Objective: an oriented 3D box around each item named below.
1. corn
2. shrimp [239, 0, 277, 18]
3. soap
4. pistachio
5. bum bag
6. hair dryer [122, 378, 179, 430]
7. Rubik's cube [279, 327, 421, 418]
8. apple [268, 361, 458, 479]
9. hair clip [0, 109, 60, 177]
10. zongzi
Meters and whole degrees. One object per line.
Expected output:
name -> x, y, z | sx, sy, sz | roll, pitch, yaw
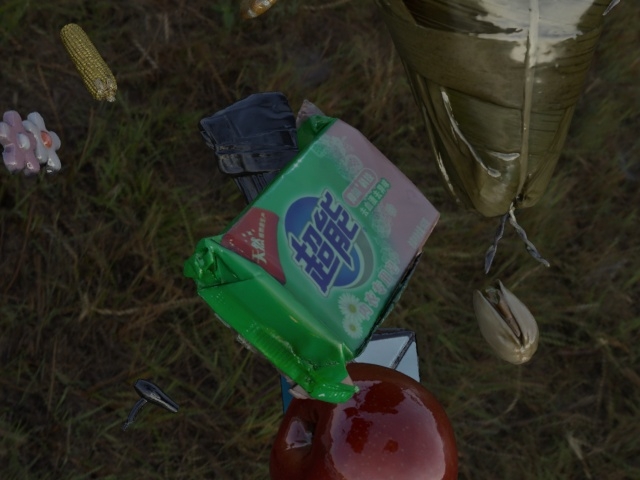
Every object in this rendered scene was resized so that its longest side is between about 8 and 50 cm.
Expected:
corn -> -0.210, -0.160, 0.753 | 0.027, 0.028, 0.083 | -30, 82, -17
shrimp -> -0.044, -0.265, 0.828 | 0.023, 0.108, 0.059 | 43, 1, -33
soap -> -0.001, 0.002, 0.800 | 0.218, 0.098, 0.273 | 40, 40, -1
pistachio -> 0.464, 0.207, 2.075 | 0.144, 0.144, 0.215 | -13, 70, -36
bum bag -> -0.049, -0.068, 1.006 | 0.123, 0.060, 0.248 | -25, 81, -12
hair dryer -> -0.268, 0.262, 1.267 | 0.079, 0.031, 0.083 | 40, 70, -14
Rubik's cube -> 0.067, 0.328, 1.890 | 0.250, 0.246, 0.249 | -2, 87, -32
apple -> 0.057, 0.295, 1.118 | 0.216, 0.260, 0.260 | 31, 45, -22
hair clip -> -0.622, -0.204, 1.754 | 0.075, 0.257, 0.146 | -11, 95, -1
zongzi -> 0.131, -0.208, 1.109 | 0.466, 0.500, 0.218 | 2, 28, -18
